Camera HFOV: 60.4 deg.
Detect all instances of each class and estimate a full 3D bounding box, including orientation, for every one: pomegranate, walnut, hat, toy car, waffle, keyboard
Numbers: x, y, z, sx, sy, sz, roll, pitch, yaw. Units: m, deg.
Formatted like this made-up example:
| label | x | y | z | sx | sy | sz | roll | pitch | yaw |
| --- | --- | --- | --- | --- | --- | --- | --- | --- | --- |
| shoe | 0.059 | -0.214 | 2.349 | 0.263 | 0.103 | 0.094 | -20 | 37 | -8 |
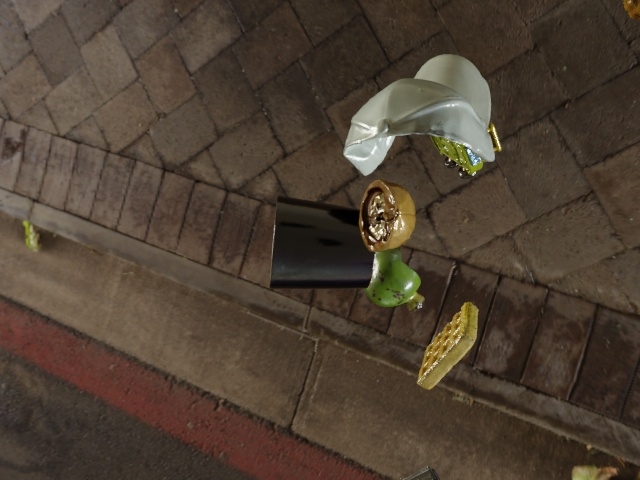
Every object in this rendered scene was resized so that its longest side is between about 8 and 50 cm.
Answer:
| label | x | y | z | sx | sy | sz | roll | pitch | yaw |
| --- | --- | --- | --- | --- | --- | --- | --- | --- | --- |
| pomegranate | 0.161 | 0.101 | 1.281 | 0.143 | 0.122 | 0.169 | -27 | 89 | 52 |
| walnut | 0.092 | -0.032 | 0.706 | 0.052 | 0.121 | 0.091 | -2 | 88 | -18 |
| hat | 0.184 | -0.253 | 0.998 | 0.257 | 0.168 | 0.302 | -1 | 52 | 34 |
| toy car | 0.411 | -0.303 | 1.583 | 0.142 | 0.248 | 0.200 | -32 | 125 | 2 |
| waffle | 0.408 | 0.333 | 1.746 | 0.055 | 0.221 | 0.248 | 35 | 118 | 3 |
| keyboard | 0.182 | 0.538 | 1.134 | 0.094 | 0.025 | 0.230 | 61 | 140 | 26 |

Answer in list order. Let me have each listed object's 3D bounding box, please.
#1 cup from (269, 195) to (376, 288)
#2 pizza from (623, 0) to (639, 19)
| label | x | y | z | sx | sy | sz | roll | pitch | yaw |
| --- | --- | --- | --- | --- | --- | --- | --- | --- | --- |
| cup | 0.002 | -0.012 | 1.016 | 0.176 | 0.240 | 0.166 | 4 | 125 | -4 |
| pizza | 0.389 | -0.334 | 0.627 | 0.087 | 0.258 | 0.269 | -30 | 99 | 21 |
